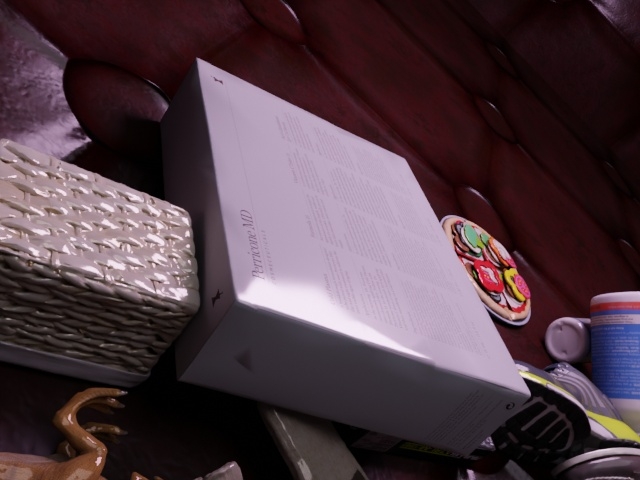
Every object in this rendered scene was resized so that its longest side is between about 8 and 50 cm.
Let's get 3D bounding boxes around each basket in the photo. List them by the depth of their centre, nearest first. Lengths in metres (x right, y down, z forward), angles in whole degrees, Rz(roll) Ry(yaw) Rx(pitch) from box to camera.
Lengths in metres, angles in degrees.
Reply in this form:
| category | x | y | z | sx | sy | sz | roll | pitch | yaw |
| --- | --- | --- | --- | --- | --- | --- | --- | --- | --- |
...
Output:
| category | x | y | z | sx | sy | sz | roll | pitch | yaw |
| --- | --- | --- | --- | --- | --- | --- | --- | --- | --- |
| basket | -0.178 | 0.019 | 0.528 | 0.167 | 0.103 | 0.113 | 22 | 38 | -36 |

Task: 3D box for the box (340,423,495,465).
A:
| category | x | y | z | sx | sy | sz | roll | pitch | yaw |
| --- | --- | --- | --- | --- | --- | --- | --- | --- | --- |
| box | 0.085 | 0.137 | 0.793 | 0.191 | 0.045 | 0.184 | 20 | 38 | -37 |

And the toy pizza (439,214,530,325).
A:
| category | x | y | z | sx | sy | sz | roll | pitch | yaw |
| --- | --- | --- | --- | --- | --- | --- | --- | --- | --- |
| toy pizza | 0.257 | 0.038 | 1.136 | 0.201 | 0.032 | 0.201 | 32 | 34 | -25 |

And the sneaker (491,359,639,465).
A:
| category | x | y | z | sx | sy | sz | roll | pitch | yaw |
| --- | --- | --- | --- | --- | --- | --- | --- | --- | --- |
| sneaker | 0.282 | 0.205 | 0.925 | 0.300 | 0.111 | 0.121 | 33 | 26 | -38 |

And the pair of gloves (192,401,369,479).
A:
| category | x | y | z | sx | sy | sz | roll | pitch | yaw |
| --- | --- | --- | --- | --- | --- | --- | --- | --- | --- |
| pair of gloves | -0.015 | 0.225 | 0.539 | 0.204 | 0.042 | 0.240 | 57 | 25 | -3 |

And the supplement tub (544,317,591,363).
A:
| category | x | y | z | sx | sy | sz | roll | pitch | yaw |
| --- | --- | --- | --- | --- | --- | --- | --- | --- | --- |
| supplement tub | 0.397 | 0.154 | 1.146 | 0.107 | 0.071 | 0.071 | 9 | 48 | -49 |

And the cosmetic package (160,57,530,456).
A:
| category | x | y | z | sx | sy | sz | roll | pitch | yaw |
| --- | --- | --- | --- | --- | --- | --- | --- | --- | --- |
| cosmetic package | 0.000 | 0.000 | 0.710 | 0.284 | 0.097 | 0.377 | 24 | 29 | -29 |

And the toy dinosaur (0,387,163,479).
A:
| category | x | y | z | sx | sy | sz | roll | pitch | yaw |
| --- | --- | --- | --- | --- | --- | --- | --- | --- | --- |
| toy dinosaur | -0.157 | 0.145 | 0.451 | 0.211 | 0.064 | 0.112 | 34 | 34 | -23 |

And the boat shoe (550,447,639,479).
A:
| category | x | y | z | sx | sy | sz | roll | pitch | yaw |
| --- | --- | --- | --- | --- | --- | --- | --- | --- | --- |
| boat shoe | 0.383 | 0.297 | 0.903 | 0.228 | 0.081 | 0.068 | 8 | 50 | -23 |

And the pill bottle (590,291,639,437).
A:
| category | x | y | z | sx | sy | sz | roll | pitch | yaw |
| --- | --- | --- | --- | --- | --- | --- | --- | --- | --- |
| pill bottle | 0.444 | 0.189 | 1.045 | 0.124 | 0.124 | 0.221 | 16 | 73 | -43 |
